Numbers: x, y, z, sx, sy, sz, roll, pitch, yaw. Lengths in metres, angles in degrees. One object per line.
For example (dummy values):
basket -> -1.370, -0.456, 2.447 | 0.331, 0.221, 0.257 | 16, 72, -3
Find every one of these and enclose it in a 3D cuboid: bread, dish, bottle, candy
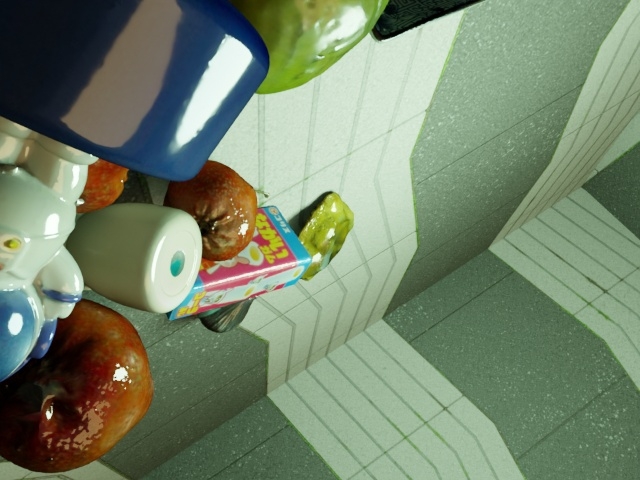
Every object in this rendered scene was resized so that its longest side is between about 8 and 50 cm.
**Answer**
bread -> 0.000, 0.000, 1.227 | 0.232, 0.088, 0.161 | -59, 166, 0
dish -> 0.125, -0.385, 0.696 | 0.243, 0.181, 0.080 | -28, -168, -17
bottle -> -0.305, 0.009, 0.722 | 0.147, 0.237, 0.147 | 12, 90, -76
candy -> -0.181, 0.034, 0.996 | 0.306, 0.157, 0.100 | -14, 148, -42

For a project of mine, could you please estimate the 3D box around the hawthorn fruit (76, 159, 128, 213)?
hawthorn fruit -> -0.301, -0.118, 0.576 | 0.179, 0.173, 0.173 | 2, 144, -14

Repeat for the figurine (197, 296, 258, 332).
figurine -> -0.188, 0.121, 1.213 | 0.245, 0.110, 0.138 | -46, 159, 3

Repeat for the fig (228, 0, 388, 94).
fig -> -0.046, -0.251, 0.568 | 0.233, 0.233, 0.314 | -22, 146, -30

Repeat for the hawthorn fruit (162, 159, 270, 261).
hawthorn fruit -> -0.159, -0.075, 0.884 | 0.165, 0.165, 0.285 | -51, -178, 29

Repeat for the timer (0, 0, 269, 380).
timer -> -0.238, -0.047, 0.402 | 0.270, 0.271, 0.383 | 17, 102, -61

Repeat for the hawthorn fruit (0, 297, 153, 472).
hawthorn fruit -> -0.436, 0.237, 0.894 | 0.295, 0.295, 0.311 | -39, -170, 6
